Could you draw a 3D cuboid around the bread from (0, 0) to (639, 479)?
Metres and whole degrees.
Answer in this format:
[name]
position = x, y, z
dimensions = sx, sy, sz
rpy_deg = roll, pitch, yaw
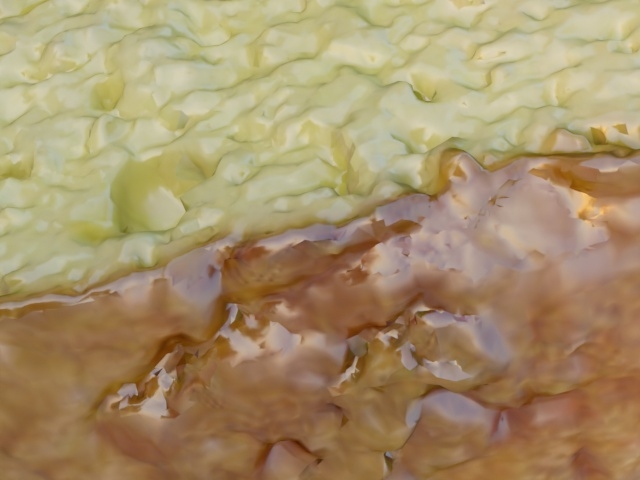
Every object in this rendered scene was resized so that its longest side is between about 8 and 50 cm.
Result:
[bread]
position = 0.000, 0.000, 0.553
dimensions = 0.179, 0.340, 0.194
rpy_deg = 73, 5, -47
